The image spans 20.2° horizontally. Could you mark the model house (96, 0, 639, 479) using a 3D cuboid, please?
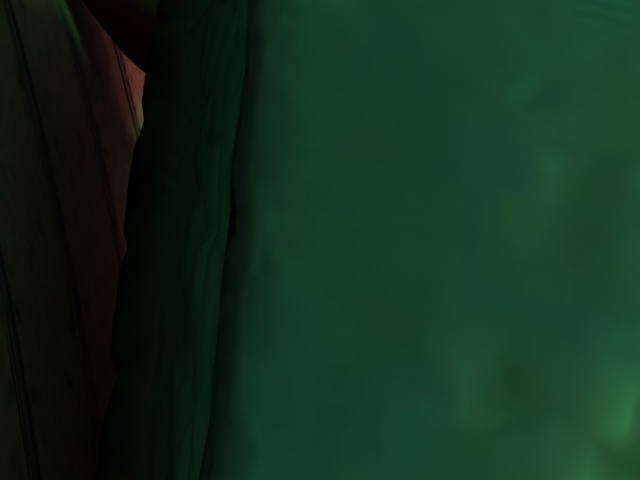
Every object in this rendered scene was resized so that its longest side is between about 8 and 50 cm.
[{"bbox_3d":[0.063,0.079,0.564,0.339,0.297,0.360,131,-34,-58],"label":"model house"}]

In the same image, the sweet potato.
[{"bbox_3d":[-0.041,-0.094,0.738,0.281,0.059,0.067,-55,125,-80],"label":"sweet potato"}]
